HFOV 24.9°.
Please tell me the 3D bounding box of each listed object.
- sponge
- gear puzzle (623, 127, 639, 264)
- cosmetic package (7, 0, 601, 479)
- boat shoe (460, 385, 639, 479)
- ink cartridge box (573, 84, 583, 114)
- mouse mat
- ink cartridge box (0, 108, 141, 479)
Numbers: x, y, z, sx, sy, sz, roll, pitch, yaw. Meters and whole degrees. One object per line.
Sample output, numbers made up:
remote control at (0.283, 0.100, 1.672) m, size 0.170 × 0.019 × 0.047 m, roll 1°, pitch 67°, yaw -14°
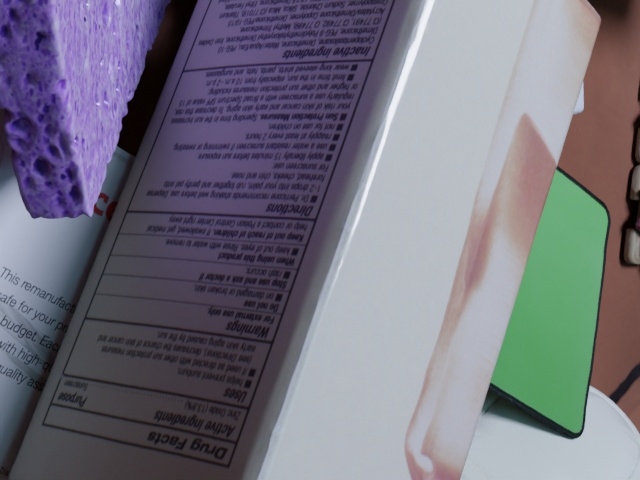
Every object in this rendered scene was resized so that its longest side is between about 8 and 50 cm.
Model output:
sponge at (-0.096, -0.116, 0.616) m, size 0.210 × 0.031 × 0.117 m, roll -82°, pitch 172°, yaw -51°
gear puzzle at (0.326, -0.142, 1.176) m, size 0.175 × 0.044 × 0.338 m, roll 3°, pitch 94°, yaw -46°
cosmetic package at (0.000, 0.000, 0.647) m, size 0.129 × 0.153 × 0.296 m, roll 35°, pitch 69°, yaw -43°
boat shoe at (0.114, 0.181, 0.998) m, size 0.319 × 0.116 × 0.099 m, roll -19°, pitch 153°, yaw -50°
ink cartridge box at (0.041, -0.139, 0.872) m, size 0.333 × 0.065 × 0.165 m, roll -13°, pitch 106°, yaw -45°
mouse mat at (0.151, 0.028, 1.011) m, size 0.153 × 0.007 × 0.189 m, roll 33°, pitch 58°, yaw -37°
ink cartridge box at (-0.154, 0.068, 0.675) m, size 0.172 × 0.100 × 0.237 m, roll 34°, pitch 71°, yaw -44°
